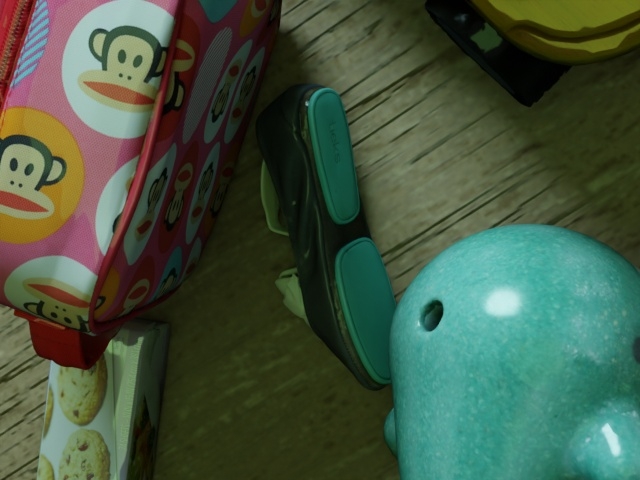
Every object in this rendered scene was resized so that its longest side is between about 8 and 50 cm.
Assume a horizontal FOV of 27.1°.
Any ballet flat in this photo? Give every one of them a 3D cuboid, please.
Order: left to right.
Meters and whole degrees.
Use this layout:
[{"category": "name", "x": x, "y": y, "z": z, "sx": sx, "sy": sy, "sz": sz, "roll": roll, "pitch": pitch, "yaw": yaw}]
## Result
[{"category": "ballet flat", "x": 0.000, "y": 0.000, "z": 0.864, "sx": 0.074, "sy": 0.074, "sz": 0.203, "roll": -13, "pitch": 96, "yaw": 9}]

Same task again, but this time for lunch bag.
[{"category": "lunch bag", "x": -0.112, "y": -0.053, "z": 0.764, "sx": 0.120, "sy": 0.293, "sz": 0.258, "roll": 17, "pitch": 94, "yaw": 4}]

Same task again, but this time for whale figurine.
[{"category": "whale figurine", "x": 0.095, "y": 0.116, "z": 0.764, "sx": 0.141, "sy": 0.216, "sz": 0.272, "roll": 31, "pitch": 74, "yaw": -32}]

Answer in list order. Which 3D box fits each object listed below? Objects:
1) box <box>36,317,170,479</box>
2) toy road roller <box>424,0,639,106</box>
[{"category": "box", "x": -0.157, "y": 0.210, "z": 0.891, "sx": 0.067, "sy": 0.063, "sz": 0.324, "roll": 9, "pitch": 93, "yaw": 10}, {"category": "toy road roller", "x": 0.091, "y": -0.247, "z": 0.748, "sx": 0.202, "sy": 0.240, "sz": 0.329, "roll": -44, "pitch": 85, "yaw": 7}]
